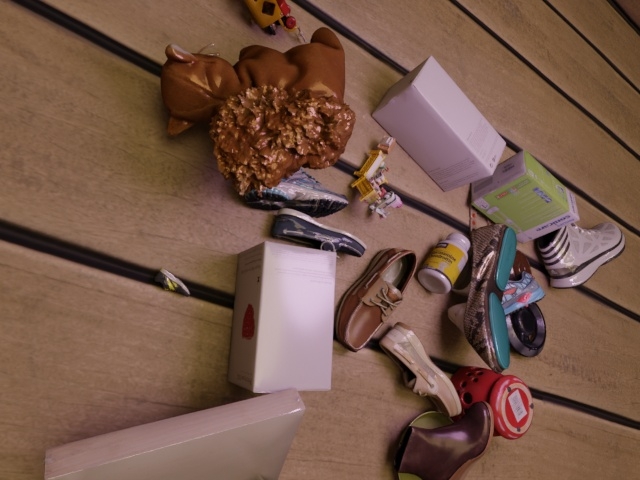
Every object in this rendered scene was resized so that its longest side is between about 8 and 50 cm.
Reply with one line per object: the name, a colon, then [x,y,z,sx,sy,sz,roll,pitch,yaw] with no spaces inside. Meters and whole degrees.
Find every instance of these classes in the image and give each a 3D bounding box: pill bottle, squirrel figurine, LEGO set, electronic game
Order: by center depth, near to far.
squirrel figurine: [-0.139,-0.285,0.851,0.370,0.281,0.397,3,44,-22]
LEGO set: [0.172,-0.164,1.151,0.107,0.132,0.287,45,37,-34]
pill bottle: [0.378,0.065,1.221,0.103,0.103,0.184,47,61,-14]
electronic game: [0.695,0.282,1.391,0.229,0.048,0.229,11,67,-27]

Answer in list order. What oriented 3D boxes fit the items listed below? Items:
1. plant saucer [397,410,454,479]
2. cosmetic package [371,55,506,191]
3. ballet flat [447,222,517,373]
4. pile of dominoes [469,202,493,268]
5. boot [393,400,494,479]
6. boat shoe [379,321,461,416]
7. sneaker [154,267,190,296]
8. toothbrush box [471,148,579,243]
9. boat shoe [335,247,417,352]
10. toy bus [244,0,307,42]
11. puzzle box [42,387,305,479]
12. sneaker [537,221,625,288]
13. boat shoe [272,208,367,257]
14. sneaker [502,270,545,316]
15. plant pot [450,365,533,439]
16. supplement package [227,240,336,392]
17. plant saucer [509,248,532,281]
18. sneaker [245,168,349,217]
plant saucer: [0.295,0.592,1.109,0.240,0.037,0.241,6,78,-29]
cosmetic package: [0.362,-0.340,1.240,0.365,0.197,0.155,43,63,-18]
ballet flat: [0.478,0.160,1.214,0.164,0.182,0.483,44,52,-35]
pile of dominoes: [0.597,0.003,1.396,0.195,0.040,0.251,10,76,-28]
boot: [0.319,0.508,1.039,0.206,0.090,0.249,26,89,-18]
boat shoe: [0.268,0.369,1.103,0.098,0.109,0.302,-37,97,-21]
sneaker: [-0.316,0.095,0.864,0.083,0.031,0.035,44,76,-11]
toothbrush box: [0.682,-0.137,1.364,0.283,0.206,0.122,32,51,-20]
boat shoe: [0.154,0.140,1.068,0.122,0.120,0.324,41,63,-16]
toy bus: [-0.139,-0.607,1.055,0.104,0.191,0.202,-26,94,12]
puzzle box: [-0.245,0.411,0.728,0.408,0.052,0.272,-1,126,-31]
sneaker: [0.997,-0.028,1.556,0.447,0.169,0.258,-30,98,-28]
boat shoe: [0.000,0.000,1.022,0.254,0.095,0.079,24,68,-23]
sneaker: [0.579,0.180,1.308,0.261,0.104,0.125,-20,74,-11]
plant pot: [0.491,0.469,1.168,0.191,0.174,0.191,5,78,-27]
supplement package: [-0.086,0.168,0.892,0.175,0.177,0.293,9,75,-28]
plant saucer: [0.686,0.101,1.401,0.168,0.029,0.169,14,67,-36]
sneaker: [-0.049,-0.138,1.017,0.282,0.110,0.122,9,67,-31]
